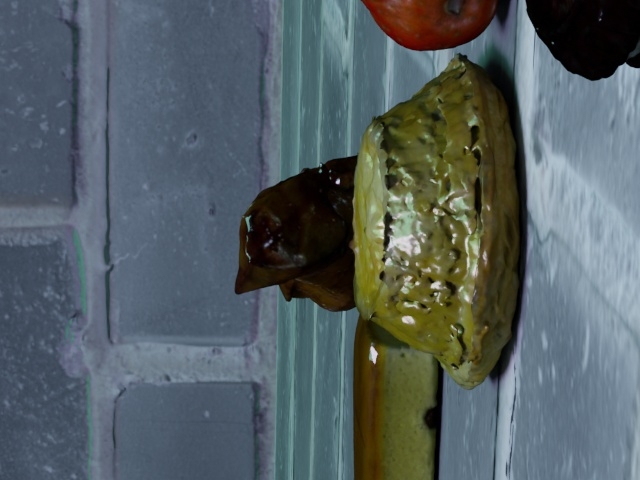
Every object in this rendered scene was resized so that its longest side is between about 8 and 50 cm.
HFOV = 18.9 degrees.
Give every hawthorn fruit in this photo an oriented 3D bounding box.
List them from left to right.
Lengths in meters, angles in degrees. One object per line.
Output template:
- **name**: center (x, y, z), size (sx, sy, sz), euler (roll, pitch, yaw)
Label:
- **hawthorn fruit**: center (0.055, -0.140, 1.003), size (0.093, 0.093, 0.093), euler (180, 90, -84)

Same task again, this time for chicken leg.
- **chicken leg**: center (0.000, 0.000, 1.200), size (0.113, 0.093, 0.304), euler (-52, -6, 10)

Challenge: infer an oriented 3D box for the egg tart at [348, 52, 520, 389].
- **egg tart**: center (0.059, -0.011, 1.031), size (0.191, 0.074, 0.191), euler (-179, 90, -82)

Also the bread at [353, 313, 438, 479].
- **bread**: center (0.047, 0.158, 1.262), size (0.088, 0.049, 0.226), euler (-107, 16, -71)

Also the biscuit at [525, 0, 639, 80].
- **biscuit**: center (0.103, -0.151, 0.657), size (0.194, 0.053, 0.195), euler (179, 90, -85)
